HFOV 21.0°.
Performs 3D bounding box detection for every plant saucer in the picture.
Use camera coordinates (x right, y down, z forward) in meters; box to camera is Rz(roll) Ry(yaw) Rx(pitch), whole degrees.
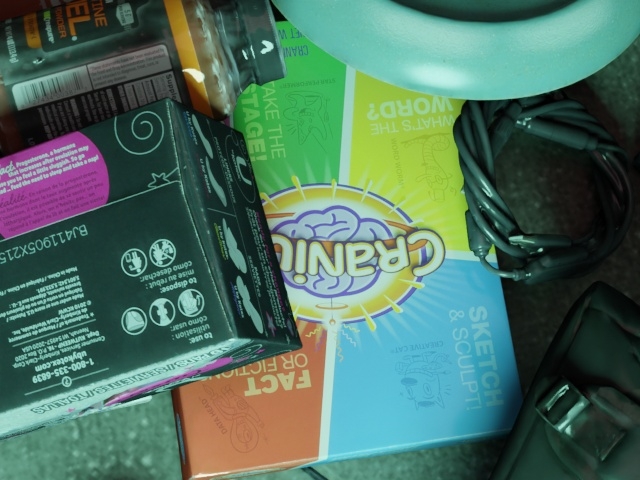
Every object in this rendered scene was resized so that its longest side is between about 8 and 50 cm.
[{"bbox_3d":[0.101,-0.242,1.265,0.318,0.043,0.317,4,57,-5],"label":"plant saucer"}]

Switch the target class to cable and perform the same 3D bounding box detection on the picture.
[{"bbox_3d":[0.160,-0.045,1.249,0.184,0.047,0.150,-12,79,-43],"label":"cable"}]

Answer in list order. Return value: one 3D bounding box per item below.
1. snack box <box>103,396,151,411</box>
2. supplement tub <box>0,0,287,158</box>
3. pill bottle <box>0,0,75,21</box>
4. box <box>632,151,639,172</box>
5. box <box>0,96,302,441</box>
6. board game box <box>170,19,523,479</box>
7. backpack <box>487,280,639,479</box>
[{"bbox_3d":[-0.169,0.033,1.219,0.064,0.022,0.178,-11,79,-13],"label":"snack box"},{"bbox_3d":[-0.125,-0.117,1.151,0.198,0.106,0.106,-16,80,-3],"label":"supplement tub"},{"bbox_3d":[-0.229,-0.195,1.211,0.216,0.121,0.121,-33,84,-14],"label":"pill bottle"},{"bbox_3d":[0.529,-0.041,1.114,0.472,0.480,0.297,45,75,3],"label":"box"},{"bbox_3d":[-0.160,0.031,1.117,0.247,0.142,0.163,-19,80,15],"label":"box"},{"bbox_3d":[0.000,0.000,1.233,0.242,0.064,0.316,-8,78,-11],"label":"board game box"},{"bbox_3d":[0.283,0.234,1.141,0.355,0.273,0.290,22,83,15],"label":"backpack"}]
